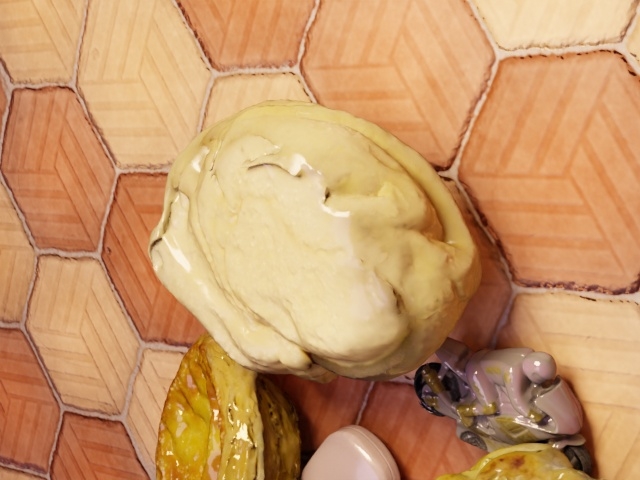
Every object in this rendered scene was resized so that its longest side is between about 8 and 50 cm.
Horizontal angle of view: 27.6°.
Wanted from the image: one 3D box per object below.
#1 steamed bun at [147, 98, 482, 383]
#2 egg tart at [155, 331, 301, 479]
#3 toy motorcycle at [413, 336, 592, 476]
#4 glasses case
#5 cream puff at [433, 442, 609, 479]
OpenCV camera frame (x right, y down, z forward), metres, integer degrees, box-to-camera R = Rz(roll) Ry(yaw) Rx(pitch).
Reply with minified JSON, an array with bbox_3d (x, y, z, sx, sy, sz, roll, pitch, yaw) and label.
[{"bbox_3d":[-0.004,-0.004,1.446,0.372,0.230,0.325,-14,95,46],"label":"steamed bun"},{"bbox_3d":[-0.114,0.278,1.665,0.341,0.132,0.341,-173,90,-66],"label":"egg tart"},{"bbox_3d":[0.205,0.170,1.419,0.225,0.073,0.152,29,130,22],"label":"toy motorcycle"},{"bbox_3d":[0.008,0.353,1.655,0.113,0.075,0.297,48,131,24],"label":"glasses case"},{"bbox_3d":[0.225,0.386,1.323,0.324,0.291,0.257,23,157,43],"label":"cream puff"}]
